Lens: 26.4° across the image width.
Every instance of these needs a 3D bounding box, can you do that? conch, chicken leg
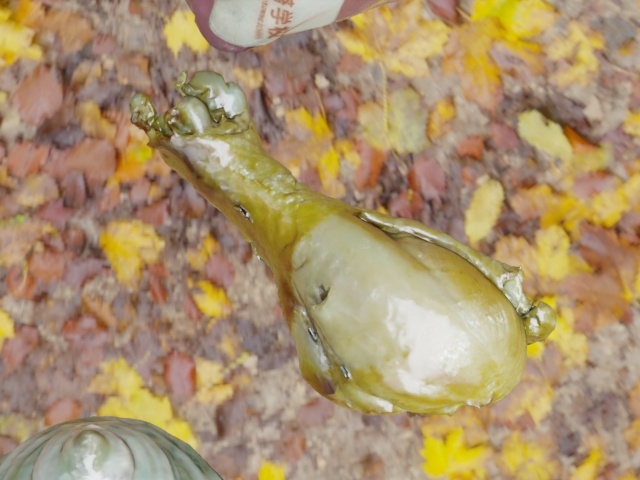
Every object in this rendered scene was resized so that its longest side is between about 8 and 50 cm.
[{"bbox_3d":[-0.147,0.198,0.822,0.195,0.220,0.277,-22,151,-30],"label":"conch"},{"bbox_3d":[0.000,0.000,1.224,0.429,0.153,0.201,43,111,12],"label":"chicken leg"}]

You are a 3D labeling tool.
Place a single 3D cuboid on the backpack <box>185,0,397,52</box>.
[{"bbox_3d":[0.041,-0.303,1.058,0.317,0.197,0.283,-14,150,-13],"label":"backpack"}]
